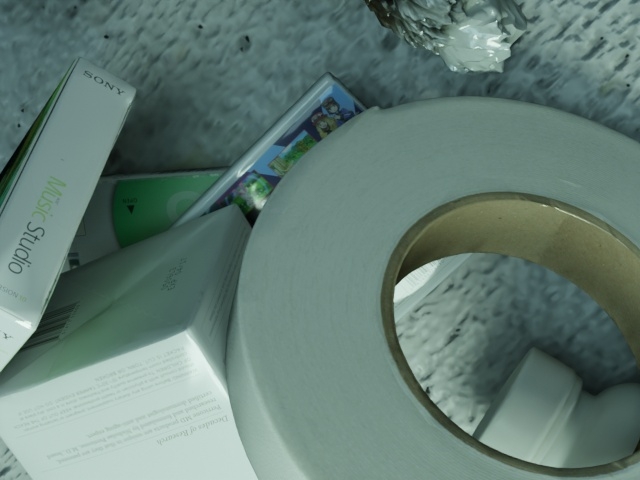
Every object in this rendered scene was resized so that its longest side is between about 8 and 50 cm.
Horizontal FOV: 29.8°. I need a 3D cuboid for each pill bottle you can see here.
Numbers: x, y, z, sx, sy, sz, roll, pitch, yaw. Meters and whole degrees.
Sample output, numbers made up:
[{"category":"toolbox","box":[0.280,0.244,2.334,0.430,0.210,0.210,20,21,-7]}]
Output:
[{"category":"pill bottle","box":[0.250,0.209,0.871,0.301,0.169,0.169,33,107,8]}]

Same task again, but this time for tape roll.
[{"category":"tape roll","box":[0.132,0.071,0.789,0.392,0.392,0.072,32,145,8]}]

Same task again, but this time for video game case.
[{"category":"video game case","box":[0.000,0.000,0.944,0.201,0.023,0.183,-43,106,15]}]

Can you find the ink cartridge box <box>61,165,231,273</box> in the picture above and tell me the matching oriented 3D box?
[{"category":"ink cartridge box","box":[-0.140,0.054,1.017,0.181,0.056,0.225,-3,97,17]}]

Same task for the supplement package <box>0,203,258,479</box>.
[{"category":"supplement package","box":[-0.083,0.157,0.907,0.175,0.177,0.293,-21,114,19]}]

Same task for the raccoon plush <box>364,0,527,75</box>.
[{"category":"raccoon plush","box":[-0.110,-0.204,0.890,0.446,0.216,0.299,48,116,3]}]

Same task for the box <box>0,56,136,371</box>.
[{"category":"box","box":[-0.258,0.039,0.899,0.058,0.232,0.322,31,134,-19]}]
